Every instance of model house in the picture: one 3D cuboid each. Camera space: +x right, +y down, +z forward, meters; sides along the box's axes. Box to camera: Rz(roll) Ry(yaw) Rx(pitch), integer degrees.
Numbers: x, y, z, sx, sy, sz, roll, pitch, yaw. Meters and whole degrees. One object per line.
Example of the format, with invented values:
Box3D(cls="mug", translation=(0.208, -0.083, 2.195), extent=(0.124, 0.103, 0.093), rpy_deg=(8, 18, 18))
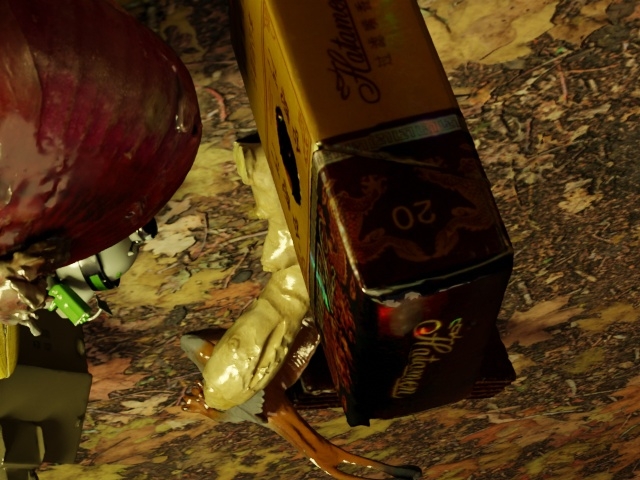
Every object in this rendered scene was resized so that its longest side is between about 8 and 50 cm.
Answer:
Box3D(cls="model house", translation=(-0.401, 0.225, 1.656), extent=(0.204, 0.243, 0.211), rpy_deg=(-34, 149, 31))

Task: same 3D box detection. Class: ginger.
Box3D(cls="ginger", translation=(0.021, 0.005, 1.609), extent=(0.363, 0.122, 0.348), rpy_deg=(-20, 140, -32))

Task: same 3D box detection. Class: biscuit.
Box3D(cls="biscuit", translation=(0.115, 0.179, 2.028), extent=(0.388, 0.107, 0.073), rpy_deg=(1, 146, -33))

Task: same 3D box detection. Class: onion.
Box3D(cls="onion", translation=(-0.269, -0.062, 1.136), extent=(0.348, 0.285, 0.347), rpy_deg=(-5, 159, -2))

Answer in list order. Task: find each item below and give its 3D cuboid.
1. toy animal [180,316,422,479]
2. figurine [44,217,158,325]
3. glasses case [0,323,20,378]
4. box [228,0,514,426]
Box3D(cls="toy animal", translation=(-0.046, 0.221, 1.863), extent=(0.302, 0.284, 0.225), rpy_deg=(-11, -151, 44))
Box3D(cls="figurine", translation=(-0.264, 0.014, 1.476), extent=(0.192, 0.126, 0.147), rpy_deg=(-20, -165, 9))
Box3D(cls="glasses case", translation=(-0.346, 0.034, 1.406), extent=(0.064, 0.079, 0.234), rpy_deg=(-27, 131, -43))
Box3D(cls="box", translation=(0.023, -0.087, 1.098), extent=(0.116, 0.415, 0.264), rpy_deg=(-12, 154, -9))
